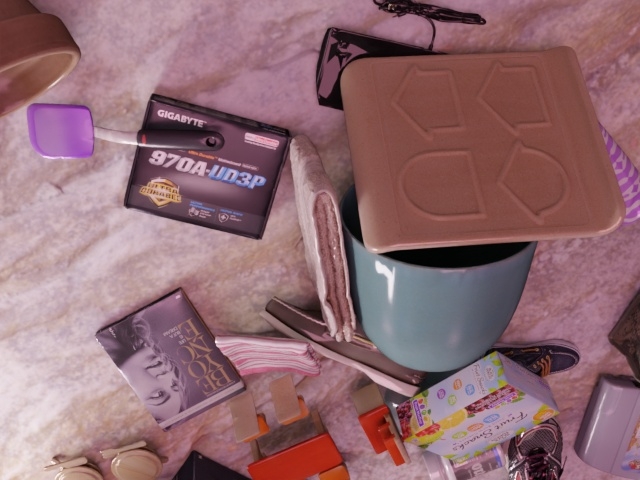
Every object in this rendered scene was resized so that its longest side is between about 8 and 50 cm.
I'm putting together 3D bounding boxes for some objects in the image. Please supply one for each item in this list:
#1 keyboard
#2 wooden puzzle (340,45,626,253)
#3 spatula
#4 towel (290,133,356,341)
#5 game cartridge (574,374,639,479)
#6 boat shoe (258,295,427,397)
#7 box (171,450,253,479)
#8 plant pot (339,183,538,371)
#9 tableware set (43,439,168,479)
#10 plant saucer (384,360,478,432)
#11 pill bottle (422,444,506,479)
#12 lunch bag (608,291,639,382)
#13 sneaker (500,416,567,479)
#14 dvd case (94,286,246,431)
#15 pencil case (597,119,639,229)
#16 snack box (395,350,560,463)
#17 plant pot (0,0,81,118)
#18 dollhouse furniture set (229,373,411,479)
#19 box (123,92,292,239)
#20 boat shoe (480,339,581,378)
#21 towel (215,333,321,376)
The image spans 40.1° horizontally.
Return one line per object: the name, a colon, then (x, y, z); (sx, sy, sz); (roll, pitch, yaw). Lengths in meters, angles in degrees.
keyboard: (0.158, -0.270, 1.324); (0.317, 0.033, 0.201); (10, 114, -12)
wooden puzzle: (0.216, -0.126, 1.243); (0.348, 0.322, 0.080); (-6, 150, -2)
spatula: (-0.282, -0.150, 1.267); (0.296, 0.030, 0.084); (6, 111, 12)
towel: (0.000, 0.000, 1.306); (0.049, 0.187, 0.282); (-13, 124, -6)
game cartridge: (0.634, 0.355, 1.632); (0.297, 0.062, 0.198); (7, 107, -10)
boat shoe: (0.046, 0.158, 1.447); (0.305, 0.109, 0.091); (27, 91, -12)
box: (-0.201, 0.485, 1.553); (0.156, 0.093, 0.158); (31, 104, -18)
plant pot: (0.173, 0.054, 1.332); (0.293, 0.293, 0.235); (-4, 124, -6)
tableware set: (-0.369, 0.397, 1.526); (0.194, 0.039, 0.128); (-16, 125, 5)
plant saucer: (0.212, 0.285, 1.555); (0.195, 0.037, 0.195); (-3, 113, -6)
pill bottle: (0.258, 0.392, 1.582); (0.137, 0.078, 0.078); (-21, 113, 2)
lunch bag: (0.675, 0.126, 1.480); (0.235, 0.169, 0.287); (21, 113, -15)
sneaker: (0.400, 0.447, 1.606); (0.121, 0.112, 0.299); (-7, 112, -5)
dvd case: (-0.249, 0.204, 1.472); (0.164, 0.018, 0.221); (-28, 113, 4)
pencil case: (0.446, -0.114, 1.394); (0.206, 0.086, 0.088); (42, 89, -20)
snack box: (0.259, 0.280, 1.446); (0.207, 0.070, 0.174); (-33, 137, 25)
plant pot: (-0.484, -0.280, 1.142); (0.263, 0.263, 0.229); (-30, 94, 5)
dollhouse furniture set: (0.006, 0.354, 1.473); (0.259, 0.135, 0.262); (-24, 126, 3)
box: (-0.172, -0.109, 1.334); (0.220, 0.051, 0.175); (14, 109, -12)
boat shoe: (0.375, 0.220, 1.523); (0.183, 0.083, 0.065); (0, 112, -7)
towel: (-0.078, 0.187, 1.399); (0.144, 0.197, 0.029); (2, 70, 7)
